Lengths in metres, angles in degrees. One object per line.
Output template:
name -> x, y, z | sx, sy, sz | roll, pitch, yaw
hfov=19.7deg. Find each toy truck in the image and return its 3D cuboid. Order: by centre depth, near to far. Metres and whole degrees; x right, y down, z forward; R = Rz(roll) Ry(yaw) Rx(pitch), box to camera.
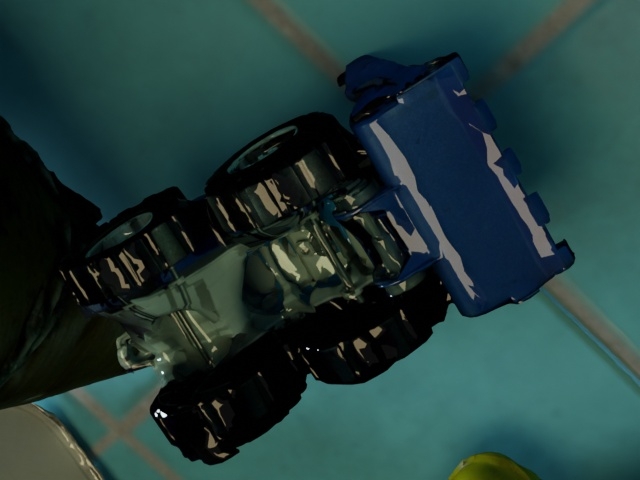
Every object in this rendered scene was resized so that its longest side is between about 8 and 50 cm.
toy truck -> 0.000, 0.000, 0.828 | 0.208, 0.126, 0.113 | -26, 105, 17

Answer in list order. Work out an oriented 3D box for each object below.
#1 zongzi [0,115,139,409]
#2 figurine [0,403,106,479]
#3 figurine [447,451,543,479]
zongzi -> -0.259, -0.090, 0.847 | 0.383, 0.319, 0.362 | 22, 99, 14
figurine -> -0.186, 0.210, 1.053 | 0.141, 0.166, 0.250 | -9, 90, 64
figurine -> 0.102, 0.286, 0.881 | 0.340, 0.231, 0.323 | -46, 63, 24
